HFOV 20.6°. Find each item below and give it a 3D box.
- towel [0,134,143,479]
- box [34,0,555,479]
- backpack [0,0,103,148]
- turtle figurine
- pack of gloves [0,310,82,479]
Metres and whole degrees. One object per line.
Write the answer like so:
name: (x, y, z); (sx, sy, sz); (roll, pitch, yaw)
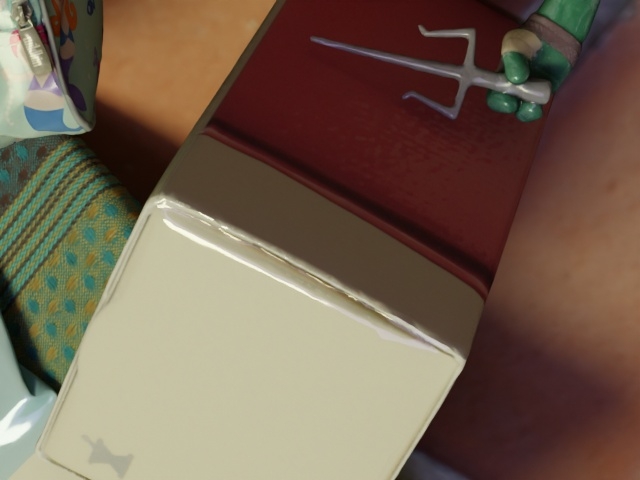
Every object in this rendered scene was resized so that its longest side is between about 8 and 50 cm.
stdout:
towel: (-0.116, 0.138, 0.827); (0.271, 0.040, 0.370); (-47, 67, 15)
box: (0.000, 0.000, 0.730); (0.127, 0.232, 0.148); (27, 128, -2)
backpack: (-0.192, -0.137, 0.706); (0.191, 0.225, 0.253); (-19, 114, 3)
turtle figurine: (0.108, -0.144, 0.669); (0.234, 0.118, 0.175); (-4, 135, 3)
pack of gloves: (-0.198, 0.123, 0.824); (0.195, 0.046, 0.232); (-44, 68, 18)
